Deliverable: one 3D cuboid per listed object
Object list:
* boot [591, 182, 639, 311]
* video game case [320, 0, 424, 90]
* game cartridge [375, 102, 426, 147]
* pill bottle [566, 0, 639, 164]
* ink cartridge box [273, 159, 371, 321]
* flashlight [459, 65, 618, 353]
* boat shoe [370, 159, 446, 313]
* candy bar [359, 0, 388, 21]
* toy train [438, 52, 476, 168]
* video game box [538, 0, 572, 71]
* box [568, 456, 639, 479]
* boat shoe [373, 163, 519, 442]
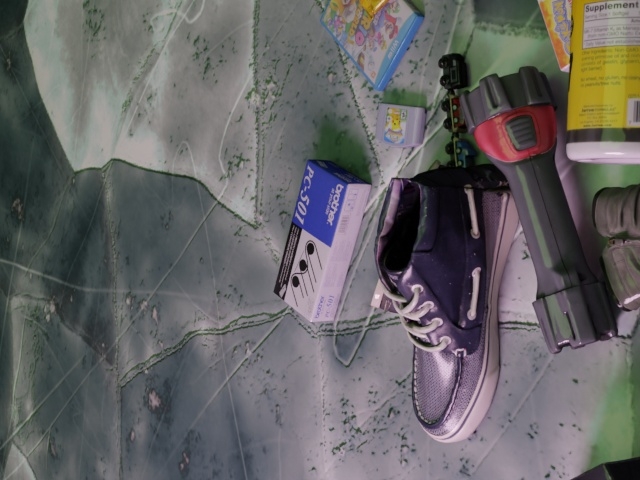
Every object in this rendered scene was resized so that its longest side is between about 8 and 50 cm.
[{"bbox_3d":[0.353,0.046,1.039,0.161,0.083,0.246,-32,63,58],"label":"boot"},{"bbox_3d":[0.065,-0.297,1.432,0.166,0.015,0.119,56,130,35],"label":"video game case"},{"bbox_3d":[0.102,-0.149,1.386,0.083,0.017,0.056,15,105,51],"label":"game cartridge"},{"bbox_3d":[0.285,-0.175,0.965,0.119,0.119,0.208,4,92,51],"label":"pill bottle"},{"bbox_3d":[0.000,0.000,1.489,0.097,0.046,0.207,34,116,45],"label":"ink cartridge box"},{"bbox_3d":[0.238,-0.032,1.157,0.103,0.103,0.304,-28,73,51],"label":"flashlight"},{"bbox_3d":[0.126,0.000,1.337,0.065,0.075,0.206,22,107,4],"label":"boat shoe"},{"bbox_3d":[0.108,-0.342,1.359,0.161,0.018,0.040,-37,62,35],"label":"candy bar"},{"bbox_3d":[0.168,-0.150,1.295,0.036,0.027,0.158,-8,83,40],"label":"toy train"},{"bbox_3d":[0.301,-0.307,1.112,0.187,0.048,0.205,-35,63,49],"label":"video game box"},{"bbox_3d":[0.310,0.359,1.020,0.165,0.143,0.270,-41,58,41],"label":"box"},{"bbox_3d":[0.124,0.075,1.243,0.127,0.158,0.340,16,102,51],"label":"boat shoe"}]
